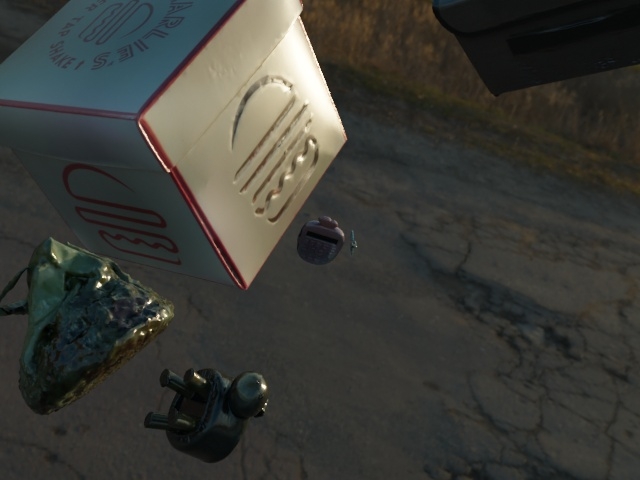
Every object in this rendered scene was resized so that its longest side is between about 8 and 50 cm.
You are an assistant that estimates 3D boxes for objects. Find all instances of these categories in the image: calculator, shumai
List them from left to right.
[{"bbox_3d":[-0.565,0.163,1.866,0.348,0.395,0.395,56,32,1],"label":"shumai"},{"bbox_3d":[0.000,0.000,1.832,0.103,0.166,0.024,18,48,-5],"label":"calculator"}]

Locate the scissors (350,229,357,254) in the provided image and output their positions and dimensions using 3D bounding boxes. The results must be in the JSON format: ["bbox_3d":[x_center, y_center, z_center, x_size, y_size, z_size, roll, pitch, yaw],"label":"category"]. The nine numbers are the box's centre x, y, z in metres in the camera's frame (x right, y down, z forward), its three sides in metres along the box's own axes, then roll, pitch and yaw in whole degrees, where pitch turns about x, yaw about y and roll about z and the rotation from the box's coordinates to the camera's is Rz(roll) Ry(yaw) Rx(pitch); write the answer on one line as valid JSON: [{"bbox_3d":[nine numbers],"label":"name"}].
[{"bbox_3d":[0.074,0.009,1.825,0.014,0.058,0.119,1,5,-1],"label":"scissors"}]

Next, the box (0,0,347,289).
[{"bbox_3d":[-0.192,-0.160,1.060,0.312,0.300,0.314,11,54,32],"label":"box"}]

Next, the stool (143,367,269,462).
[{"bbox_3d":[-0.198,0.281,1.411,0.139,0.228,0.153,33,18,-34],"label":"stool"}]

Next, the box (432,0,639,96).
[{"bbox_3d":[0.273,-0.282,0.867,0.252,0.153,0.188,-10,49,30],"label":"box"}]
